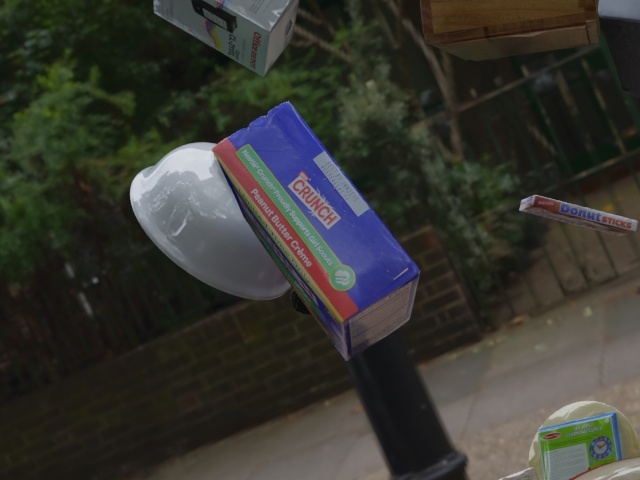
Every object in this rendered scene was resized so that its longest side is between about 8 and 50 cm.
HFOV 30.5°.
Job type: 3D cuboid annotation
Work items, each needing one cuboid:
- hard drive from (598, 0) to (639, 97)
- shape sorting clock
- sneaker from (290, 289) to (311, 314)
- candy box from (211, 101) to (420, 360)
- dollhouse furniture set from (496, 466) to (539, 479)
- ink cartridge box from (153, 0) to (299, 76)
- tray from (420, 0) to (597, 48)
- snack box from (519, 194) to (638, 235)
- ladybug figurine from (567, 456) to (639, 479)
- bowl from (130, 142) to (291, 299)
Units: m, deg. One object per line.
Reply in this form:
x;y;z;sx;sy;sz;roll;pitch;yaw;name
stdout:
0.419;-0.191;1.239;0.254;0.172;0.054;22;68;39;hard drive
0.446;0.373;1.984;0.206;0.206;0.040;-23;-31;31;shape sorting clock
0.035;0.102;1.950;0.161;0.057;0.075;16;27;21;sneaker
0.000;0.000;1.505;0.122;0.268;0.317;-35;-13;-7;candy box
0.264;0.353;1.271;0.129;0.184;0.129;-21;-38;3;dollhouse furniture set
-0.123;-0.303;1.500;0.072;0.175;0.127;-57;-5;-19;ink cartridge box
0.265;-0.293;1.557;0.202;0.076;0.411;-5;5;14;tray
0.416;-0.040;1.891;0.178;0.022;0.064;14;-7;-7;snack box
0.424;0.402;1.463;0.449;0.305;0.162;11;7;-17;ladybug figurine
-0.133;-0.058;1.801;0.134;0.298;0.298;-53;-10;26;bowl
